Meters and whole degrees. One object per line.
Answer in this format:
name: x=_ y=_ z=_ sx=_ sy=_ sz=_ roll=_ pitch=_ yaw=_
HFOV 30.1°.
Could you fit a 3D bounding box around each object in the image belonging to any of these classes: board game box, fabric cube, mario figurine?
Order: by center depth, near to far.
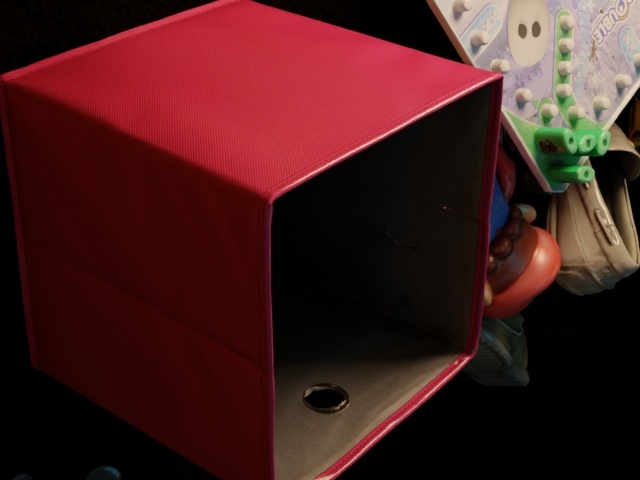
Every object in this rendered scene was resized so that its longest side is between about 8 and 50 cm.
fabric cube: x=-0.049 y=-0.006 z=0.882 sx=0.254 sy=0.258 sz=0.259 roll=-32 pitch=134 yaw=-42
board game box: x=0.258 y=-0.313 z=1.183 sx=0.390 sy=0.050 sz=0.390 roll=-51 pitch=121 yaw=-24
mario figurine: x=0.132 y=-0.029 z=1.286 sx=0.198 sy=0.170 sz=0.320 roll=-31 pitch=133 yaw=7

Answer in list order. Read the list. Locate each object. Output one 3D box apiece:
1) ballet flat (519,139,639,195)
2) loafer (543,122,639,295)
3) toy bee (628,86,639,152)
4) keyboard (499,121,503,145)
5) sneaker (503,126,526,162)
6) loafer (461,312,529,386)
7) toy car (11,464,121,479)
ballet flat: x=0.341 y=-0.109 z=1.538 sx=0.250 sy=0.084 sz=0.058 roll=-16 pitch=119 yaw=-44
loafer: x=0.325 y=-0.091 z=1.393 sx=0.112 sy=0.111 sz=0.319 roll=24 pitch=58 yaw=-41
toy bee: x=0.464 y=-0.216 z=1.606 sx=0.195 sy=0.162 sz=0.298 roll=-79 pitch=-179 yaw=-51
keyboard: x=0.194 y=-0.051 z=1.424 sx=0.072 sy=0.014 sz=0.256 roll=-40 pitch=139 yaw=-42
sneaker: x=0.233 y=-0.167 z=1.264 sx=0.153 sy=0.094 sz=0.235 roll=-99 pitch=179 yaw=-45
loafer: x=0.205 y=0.122 z=1.490 sx=0.251 sy=0.094 sz=0.087 roll=44 pitch=48 yaw=-65
toy car: x=-0.208 y=0.275 z=0.952 sx=0.155 sy=0.149 sz=0.188 roll=3 pitch=96 yaw=-45
